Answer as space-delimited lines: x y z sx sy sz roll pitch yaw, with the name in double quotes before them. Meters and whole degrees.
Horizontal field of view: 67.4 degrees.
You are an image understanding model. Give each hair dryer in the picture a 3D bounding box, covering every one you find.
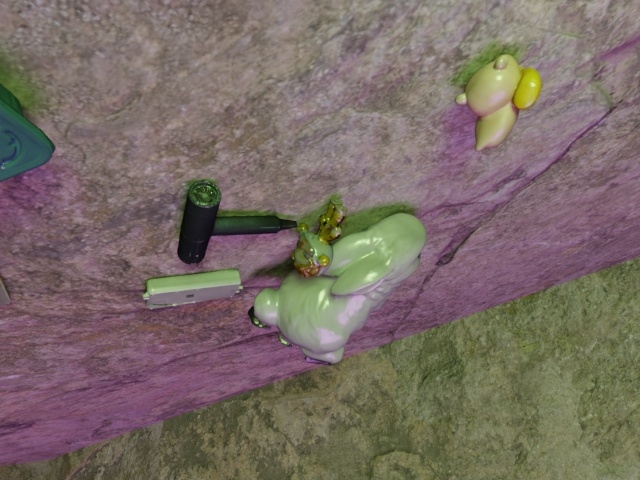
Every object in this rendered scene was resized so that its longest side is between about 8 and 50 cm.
"hair dryer" -0.114 -0.033 0.731 0.194 0.050 0.173 -11 158 -25

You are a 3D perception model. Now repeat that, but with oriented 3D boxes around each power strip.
"power strip" -0.247 0.095 0.933 0.191 0.035 0.081 -5 155 -25

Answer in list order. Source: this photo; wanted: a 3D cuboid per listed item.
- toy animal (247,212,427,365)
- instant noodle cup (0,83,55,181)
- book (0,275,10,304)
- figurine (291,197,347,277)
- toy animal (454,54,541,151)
"toy animal" 0.050 0.081 0.940 0.257 0.194 0.357 7 137 -39
"instant noodle cup" -0.329 -0.105 0.377 0.156 0.070 0.179 -20 157 3
"book" -0.545 0.038 0.620 0.207 0.020 0.295 -6 155 -26
"figurine" -0.001 -0.004 0.812 0.068 0.144 0.101 9 -172 -35
"toy animal" 0.208 -0.177 0.593 0.081 0.092 0.114 18 135 -8
